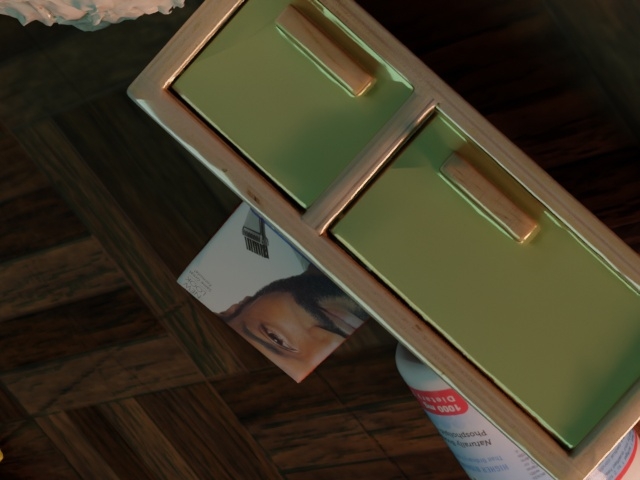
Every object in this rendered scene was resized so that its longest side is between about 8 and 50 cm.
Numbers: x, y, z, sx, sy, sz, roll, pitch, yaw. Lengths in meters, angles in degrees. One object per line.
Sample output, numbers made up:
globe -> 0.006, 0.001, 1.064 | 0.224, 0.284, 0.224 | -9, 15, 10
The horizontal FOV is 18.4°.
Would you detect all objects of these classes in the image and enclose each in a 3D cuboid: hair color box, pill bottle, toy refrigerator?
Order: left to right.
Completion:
hair color box -> 0.000, 0.000, 1.048 | 0.093, 0.053, 0.167 | 40, 144, -2
toy refrigerator -> 0.046, -0.014, 0.914 | 0.269, 0.102, 0.094 | 43, -178, 2
pill bottle -> 0.113, 0.099, 1.027 | 0.087, 0.087, 0.160 | -10, 122, 45

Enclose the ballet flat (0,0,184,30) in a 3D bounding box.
ballet flat -> -0.172, -0.175, 0.975 | 0.409, 0.147, 0.147 | 14, 137, 33

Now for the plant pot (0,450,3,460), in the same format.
plant pot -> -0.341, 0.250, 1.425 | 0.228, 0.227, 0.207 | -37, 59, 52
